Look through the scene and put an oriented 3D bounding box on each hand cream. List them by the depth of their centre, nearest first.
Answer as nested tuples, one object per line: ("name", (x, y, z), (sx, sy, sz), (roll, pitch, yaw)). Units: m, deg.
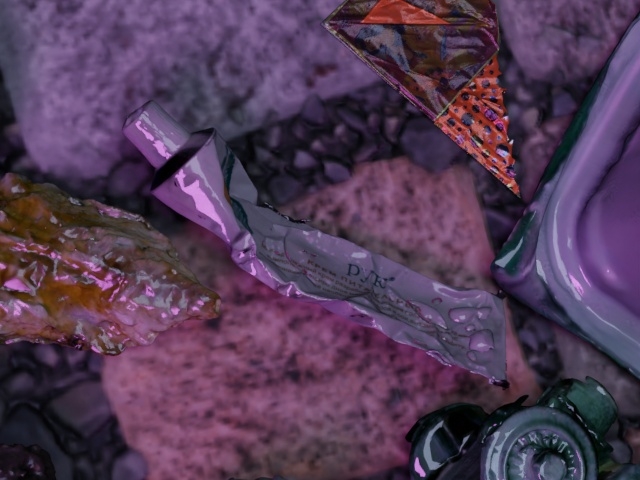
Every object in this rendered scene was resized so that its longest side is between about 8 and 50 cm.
("hand cream", (-0.002, 0.003, 0.836), (0.257, 0.050, 0.084), (31, 30, -13))

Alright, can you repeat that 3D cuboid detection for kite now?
("kite", (0.060, -0.134, 0.919), (0.125, 0.008, 0.222), (-1, 79, -14))

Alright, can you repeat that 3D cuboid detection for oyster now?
("oyster", (-0.144, 0.021, 0.812), (0.121, 0.045, 0.146), (-40, 91, -6))

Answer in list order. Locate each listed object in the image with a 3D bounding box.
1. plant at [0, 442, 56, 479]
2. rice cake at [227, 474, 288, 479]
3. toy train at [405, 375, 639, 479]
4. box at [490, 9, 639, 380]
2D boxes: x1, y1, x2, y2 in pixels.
("plant", (-0.182, 0.117, 0.759), (0.174, 0.087, 0.085), (57, 40, -4))
("rice cake", (-0.138, 0.229, 0.747), (0.336, 0.066, 0.063), (-37, 99, -18))
("toy train", (0.086, 0.219, 0.794), (0.202, 0.120, 0.301), (47, 69, -6))
("box", (0.310, 0.002, 0.913), (0.336, 0.106, 0.264), (34, 72, -7))
